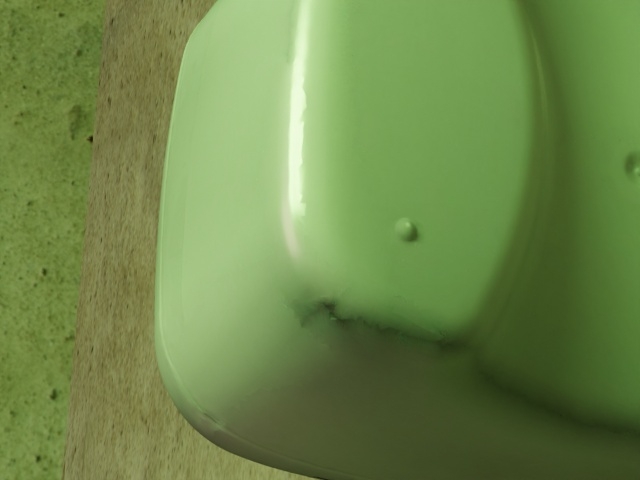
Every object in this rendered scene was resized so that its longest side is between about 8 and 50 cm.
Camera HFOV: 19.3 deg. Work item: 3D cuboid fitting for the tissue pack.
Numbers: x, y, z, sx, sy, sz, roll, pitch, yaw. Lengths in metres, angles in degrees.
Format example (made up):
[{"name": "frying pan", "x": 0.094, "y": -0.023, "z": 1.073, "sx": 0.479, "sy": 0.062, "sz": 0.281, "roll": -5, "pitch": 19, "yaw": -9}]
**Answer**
[{"name": "tissue pack", "x": 0.092, "y": 0.004, "z": 0.822, "sx": 0.236, "sy": 0.333, "sz": 0.229, "roll": 139, "pitch": 137, "yaw": -61}]
